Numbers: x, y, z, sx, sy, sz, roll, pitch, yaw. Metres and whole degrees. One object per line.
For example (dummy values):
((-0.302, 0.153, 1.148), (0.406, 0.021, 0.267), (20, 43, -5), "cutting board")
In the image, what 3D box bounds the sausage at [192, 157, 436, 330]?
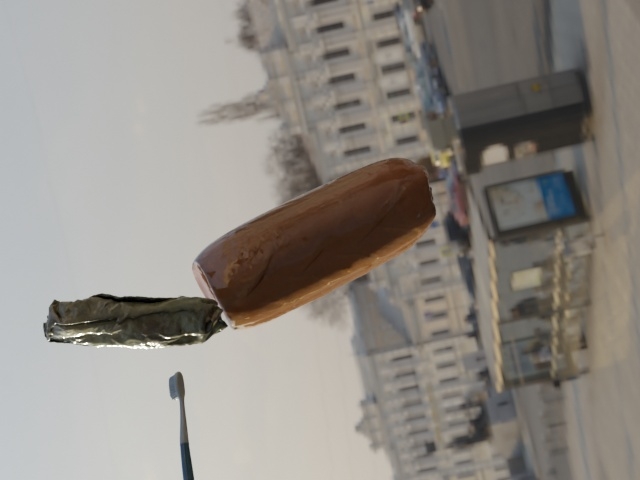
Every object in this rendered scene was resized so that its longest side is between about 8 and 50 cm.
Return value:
((0.001, 0.000, 1.302), (0.121, 0.304, 0.121), (60, 171, 16), "sausage")

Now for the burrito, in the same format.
((-0.187, 0.081, 1.122), (0.045, 0.188, 0.058), (-102, 19, -49), "burrito")

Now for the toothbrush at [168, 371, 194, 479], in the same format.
((-0.203, 0.326, 1.644), (0.019, 0.025, 0.275), (21, -132, -45), "toothbrush")
